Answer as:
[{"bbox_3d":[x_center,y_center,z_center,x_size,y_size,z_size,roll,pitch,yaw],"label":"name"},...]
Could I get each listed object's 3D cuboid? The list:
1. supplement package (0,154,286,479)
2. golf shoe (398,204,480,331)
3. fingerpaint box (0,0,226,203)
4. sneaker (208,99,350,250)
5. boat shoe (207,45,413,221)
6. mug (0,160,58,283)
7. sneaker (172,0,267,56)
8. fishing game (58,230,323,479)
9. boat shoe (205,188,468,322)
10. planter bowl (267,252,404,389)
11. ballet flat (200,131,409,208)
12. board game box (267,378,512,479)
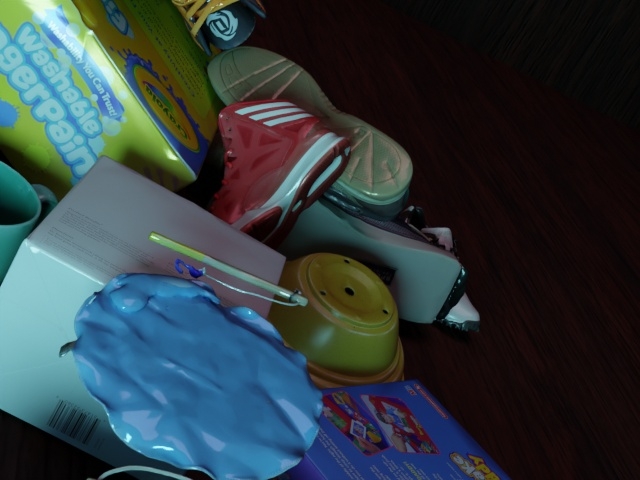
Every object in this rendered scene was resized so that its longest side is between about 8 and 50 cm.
[{"bbox_3d":[-0.157,0.063,0.960,0.194,0.149,0.203,30,22,-6],"label":"supplement package"},{"bbox_3d":[0.148,0.034,1.483,0.077,0.094,0.198,5,36,-49],"label":"golf shoe"},{"bbox_3d":[-0.292,-0.269,1.234,0.445,0.163,0.371,56,15,-20],"label":"fingerpaint box"},{"bbox_3d":[-0.084,-0.055,1.186,0.128,0.221,0.087,42,-15,23],"label":"sneaker"},{"bbox_3d":[-0.017,-0.115,1.286,0.285,0.092,0.103,36,60,23],"label":"boat shoe"},{"bbox_3d":[-0.307,-0.008,0.988,0.158,0.097,0.129,20,24,-26],"label":"mug"},{"bbox_3d":[-0.132,-0.286,1.234,0.180,0.125,0.321,57,15,-16],"label":"sneaker"},{"bbox_3d":[-0.087,0.096,0.791,0.189,0.041,0.264,21,34,-17],"label":"fishing game"},{"bbox_3d":[0.000,0.000,1.364,0.340,0.127,0.158,22,11,-28],"label":"boat shoe"},{"bbox_3d":[0.012,0.078,1.173,0.217,0.090,0.217,22,34,-16],"label":"planter bowl"},{"bbox_3d":[-0.031,-0.093,1.532,0.342,0.116,0.124,2,17,-43],"label":"ballet flat"},{"bbox_3d":[0.103,0.265,0.962,0.233,0.078,0.347,3,35,-49],"label":"board game box"}]
